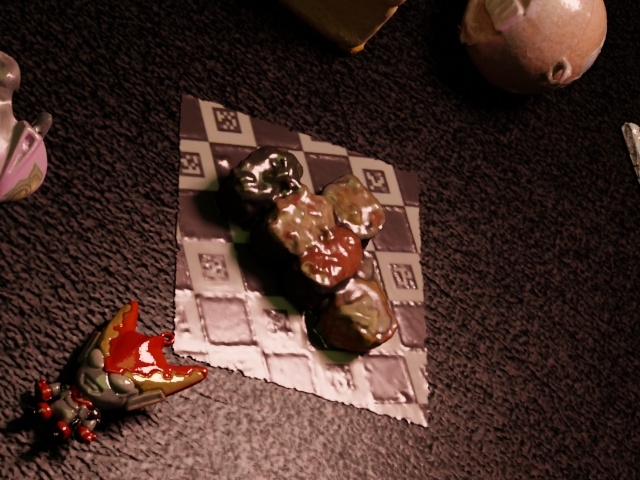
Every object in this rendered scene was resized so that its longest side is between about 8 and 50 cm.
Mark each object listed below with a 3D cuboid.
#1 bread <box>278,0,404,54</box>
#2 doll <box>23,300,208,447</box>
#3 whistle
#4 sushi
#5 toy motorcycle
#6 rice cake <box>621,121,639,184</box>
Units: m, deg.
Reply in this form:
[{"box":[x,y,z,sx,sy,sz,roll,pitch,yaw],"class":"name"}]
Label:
[{"box":[0.021,-0.424,1.926,0.279,0.207,0.279,37,47,-13],"class":"bread"},{"box":[-0.198,0.132,1.500,0.109,0.057,0.169,41,56,17],"class":"doll"},{"box":[0.259,-0.313,2.074,0.189,0.189,0.348,11,42,-31],"class":"whistle"},{"box":[0.000,0.000,1.724,0.320,0.069,0.339,19,52,-26],"class":"sushi"},{"box":[-0.346,-0.144,1.523,0.188,0.143,0.327,28,33,-31],"class":"toy motorcycle"},{"box":[0.428,-0.104,2.150,0.022,0.021,0.121,14,53,-42],"class":"rice cake"}]
